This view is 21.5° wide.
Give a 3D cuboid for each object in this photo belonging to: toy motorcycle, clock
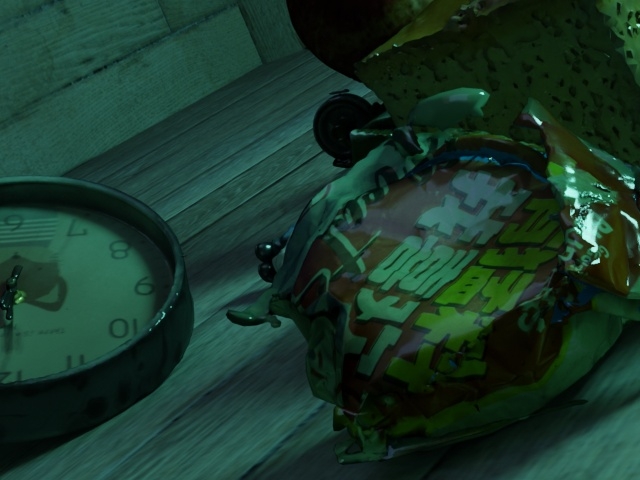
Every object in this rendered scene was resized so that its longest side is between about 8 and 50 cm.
[{"bbox_3d":[0.112,-0.104,1.780,0.275,0.127,0.205,-12,15,21],"label":"toy motorcycle"},{"bbox_3d":[-0.276,0.053,1.520,0.325,0.067,0.325,0,36,0],"label":"clock"}]

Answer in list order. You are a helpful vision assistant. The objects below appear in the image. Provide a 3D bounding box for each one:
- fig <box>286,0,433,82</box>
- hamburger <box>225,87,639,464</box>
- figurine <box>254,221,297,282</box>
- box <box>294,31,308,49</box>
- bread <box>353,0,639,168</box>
[{"bbox_3d":[0.058,-0.250,1.795,0.205,0.205,0.205,-22,11,4],"label":"fig"},{"bbox_3d":[0.097,0.037,1.091,0.260,0.150,0.276,-40,36,-2],"label":"hamburger"},{"bbox_3d":[0.006,0.002,1.639,0.079,0.077,0.136,12,-33,-40],"label":"figurine"},{"bbox_3d":[0.096,-0.265,1.973,0.235,0.034,0.132,3,-45,-38],"label":"box"},{"bbox_3d":[0.210,-0.182,1.427,0.279,0.248,0.315,-20,24,32],"label":"bread"}]
